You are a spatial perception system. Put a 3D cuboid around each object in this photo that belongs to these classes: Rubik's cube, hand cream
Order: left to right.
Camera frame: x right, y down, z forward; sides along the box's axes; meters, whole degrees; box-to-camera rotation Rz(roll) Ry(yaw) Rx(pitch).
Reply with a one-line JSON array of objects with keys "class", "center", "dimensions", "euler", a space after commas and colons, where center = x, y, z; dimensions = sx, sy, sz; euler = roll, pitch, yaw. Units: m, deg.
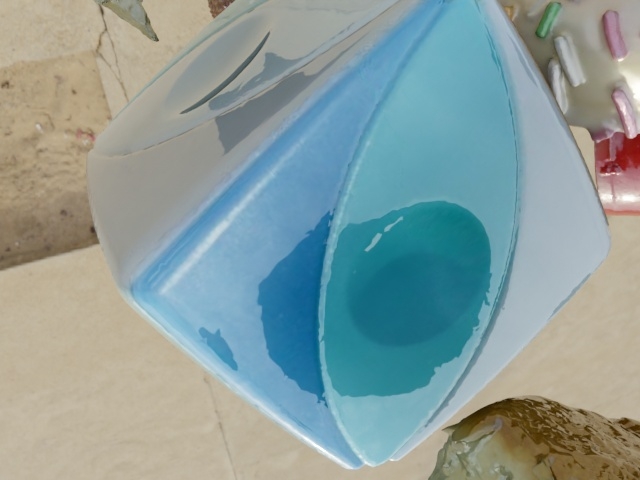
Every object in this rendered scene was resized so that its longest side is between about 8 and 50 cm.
[{"class": "Rubik's cube", "center": [0.014, -0.045, 0.616], "dimensions": [0.351, 0.352, 0.347], "euler": [-42, 123, 4]}, {"class": "hand cream", "center": [0.436, -0.139, 0.781], "dimensions": [0.149, 0.230, 0.230], "euler": [1, 153, 35]}]

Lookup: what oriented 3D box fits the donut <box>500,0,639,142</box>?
[{"class": "donut", "center": [0.290, -0.275, 0.551], "dimensions": [0.382, 0.383, 0.142], "euler": [-37, 147, 9]}]

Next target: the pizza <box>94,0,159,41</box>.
[{"class": "pizza", "center": [-0.209, -0.291, 0.526], "dimensions": [0.181, 0.034, 0.262], "euler": [-29, 103, 18]}]

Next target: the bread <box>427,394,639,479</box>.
[{"class": "bread", "center": [0.189, 0.259, 0.373], "dimensions": [0.250, 0.279, 0.225], "euler": [15, 109, -31]}]

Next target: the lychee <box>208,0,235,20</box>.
[{"class": "lychee", "center": [-0.128, -0.460, 1.189], "dimensions": [0.165, 0.165, 0.197], "euler": [13, 154, -37]}]
